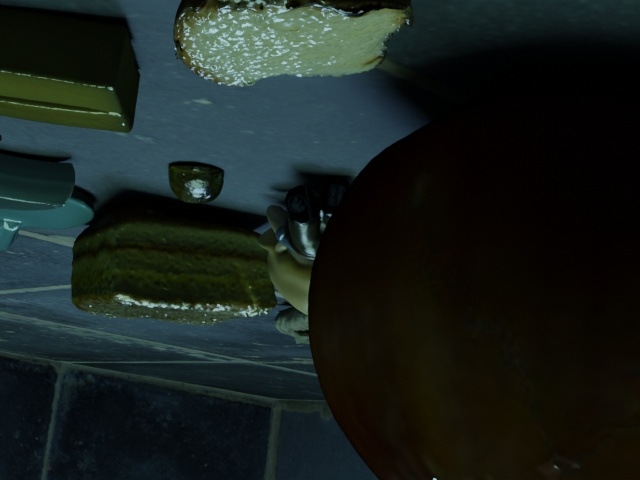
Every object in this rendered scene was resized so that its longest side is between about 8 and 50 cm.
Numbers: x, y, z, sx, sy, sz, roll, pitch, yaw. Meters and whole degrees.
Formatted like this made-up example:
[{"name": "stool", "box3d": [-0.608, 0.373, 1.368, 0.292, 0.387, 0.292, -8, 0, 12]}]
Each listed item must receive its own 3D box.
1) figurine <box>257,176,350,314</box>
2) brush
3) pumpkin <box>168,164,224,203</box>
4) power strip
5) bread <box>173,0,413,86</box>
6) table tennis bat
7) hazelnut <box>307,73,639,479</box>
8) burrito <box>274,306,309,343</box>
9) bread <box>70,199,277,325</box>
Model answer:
[{"name": "figurine", "box3d": [0.000, 0.000, 1.146, 0.114, 0.108, 0.196, -18, 152, -1]}, {"name": "brush", "box3d": [-0.237, -0.118, 0.786, 0.233, 0.047, 0.103, 8, 169, -1]}, {"name": "pumpkin", "box3d": [-0.112, -0.047, 1.107, 0.050, 0.028, 0.083, 4, 173, 0]}, {"name": "power strip", "box3d": [-0.315, -0.065, 1.085, 0.137, 0.044, 0.216, -3, 165, 40]}, {"name": "bread", "box3d": [-0.017, -0.121, 0.665, 0.126, 0.044, 0.129, 0, 166, -6]}, {"name": "table tennis bat", "box3d": [-0.322, -0.030, 1.288, 0.149, 0.038, 0.237, 9, 164, -20]}, {"name": "hazelnut", "box3d": [0.172, 0.073, 0.841, 0.359, 0.359, 0.409, 1, 159, 24]}, {"name": "burrito", "box3d": [-0.002, 0.115, 1.754, 0.087, 0.060, 0.226, 14, 168, -12]}, {"name": "bread", "box3d": [-0.165, 0.029, 1.320, 0.184, 0.111, 0.234, 8, 171, -22]}]
